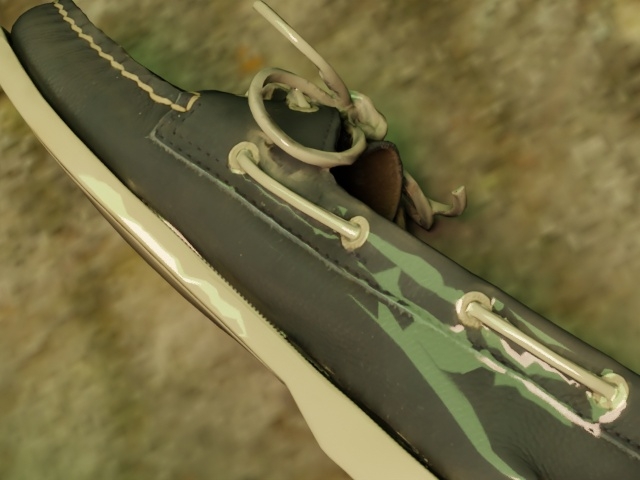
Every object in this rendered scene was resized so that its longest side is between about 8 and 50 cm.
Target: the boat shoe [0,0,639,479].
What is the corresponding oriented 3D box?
[{"bbox_3d":[0.000,0.000,0.542,0.079,0.095,0.254,-48,57,1],"label":"boat shoe"}]
